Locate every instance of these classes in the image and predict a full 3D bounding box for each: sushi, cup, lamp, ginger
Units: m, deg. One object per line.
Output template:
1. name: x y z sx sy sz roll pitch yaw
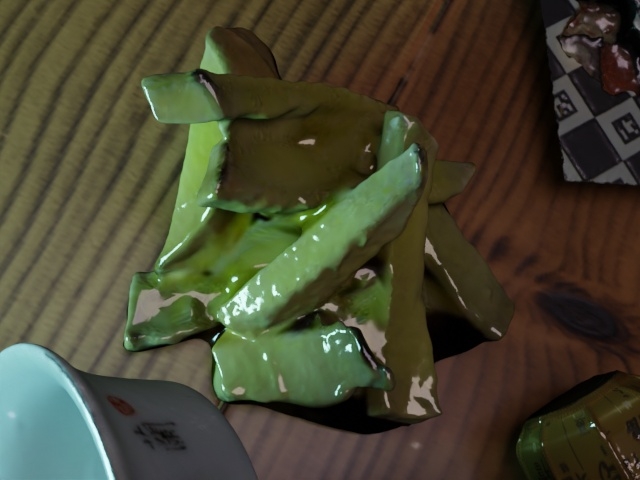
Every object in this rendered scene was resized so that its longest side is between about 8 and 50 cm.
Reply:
1. sushi: 0.388 -0.189 1.088 0.292 0.059 0.293 -1 74 -13
2. cup: -0.147 0.247 0.714 0.163 0.347 0.347 0 73 -39
3. lamp: 0.289 0.230 0.895 0.161 0.161 0.185 -27 80 -19
4. ginger: 0.000 0.000 0.863 0.413 0.211 0.358 39 71 -1
